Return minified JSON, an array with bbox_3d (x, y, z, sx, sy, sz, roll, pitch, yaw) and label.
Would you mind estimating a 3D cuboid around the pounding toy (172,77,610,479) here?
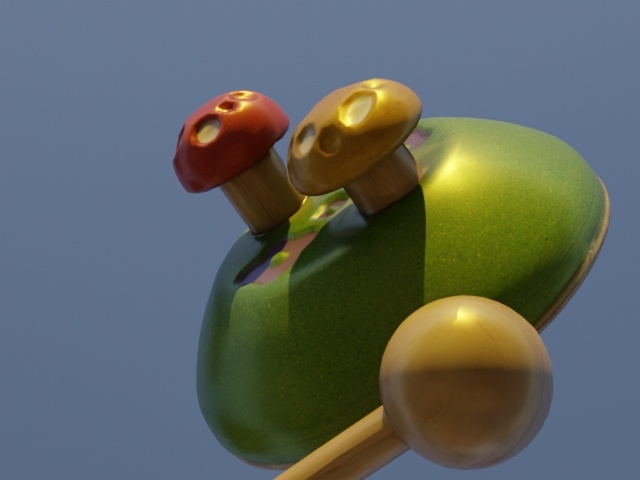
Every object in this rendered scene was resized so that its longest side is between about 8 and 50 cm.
[{"bbox_3d":[0.000,0.000,0.506,0.183,0.237,0.110,-27,-70,25],"label":"pounding toy"}]
